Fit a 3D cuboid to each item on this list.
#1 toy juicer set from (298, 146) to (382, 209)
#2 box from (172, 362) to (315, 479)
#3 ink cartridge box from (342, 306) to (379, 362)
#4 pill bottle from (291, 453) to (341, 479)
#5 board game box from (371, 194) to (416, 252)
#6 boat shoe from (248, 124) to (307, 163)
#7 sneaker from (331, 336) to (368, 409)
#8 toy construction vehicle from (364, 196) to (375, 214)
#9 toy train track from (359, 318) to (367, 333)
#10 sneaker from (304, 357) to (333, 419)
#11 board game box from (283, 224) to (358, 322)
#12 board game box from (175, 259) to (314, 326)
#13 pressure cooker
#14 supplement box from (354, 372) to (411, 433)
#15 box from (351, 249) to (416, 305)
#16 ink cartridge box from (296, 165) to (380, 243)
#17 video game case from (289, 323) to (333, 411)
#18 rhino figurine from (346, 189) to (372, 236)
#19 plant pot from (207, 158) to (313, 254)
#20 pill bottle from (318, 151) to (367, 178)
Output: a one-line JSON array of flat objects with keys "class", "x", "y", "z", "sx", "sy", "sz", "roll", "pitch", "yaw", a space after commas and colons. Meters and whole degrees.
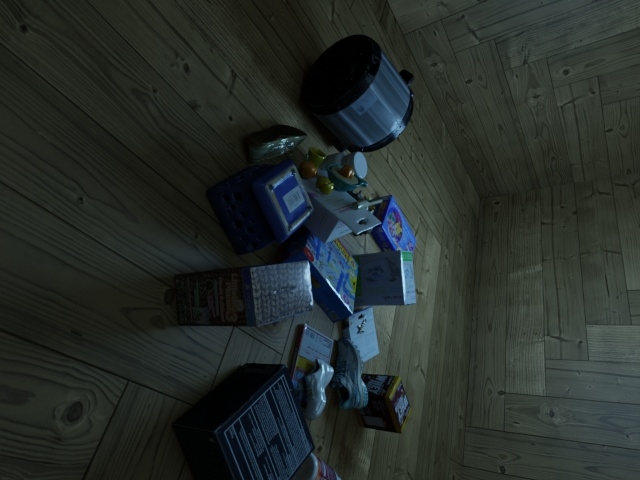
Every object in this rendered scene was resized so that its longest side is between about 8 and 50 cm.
[{"class": "toy juicer set", "x": 0.075, "y": -0.212, "z": 1.474, "sx": 0.329, "sy": 0.089, "sz": 0.209, "roll": 32, "pitch": 30, "yaw": 1}, {"class": "box", "x": -0.200, "y": 0.547, "z": 1.171, "sx": 0.294, "sy": 0.183, "sz": 0.295, "roll": -31, "pitch": 108, "yaw": -54}, {"class": "ink cartridge box", "x": 0.176, "y": 0.416, "z": 1.849, "sx": 0.223, "sy": 0.045, "sz": 0.223, "roll": -4, "pitch": 86, "yaw": -55}, {"class": "pill bottle", "x": -0.014, "y": 0.818, "z": 1.438, "sx": 0.221, "sy": 0.121, "sz": 0.121, "roll": 53, "pitch": 44, "yaw": -34}, {"class": "board game box", "x": 0.383, "y": -0.030, "z": 2.202, "sx": 0.347, "sy": 0.078, "sz": 0.233, "roll": 55, "pitch": 43, "yaw": -33}, {"class": "boat shoe", "x": -0.155, "y": -0.346, "z": 1.498, "sx": 0.285, "sy": 0.105, "sz": 0.089, "roll": -28, "pitch": 145, "yaw": -48}, {"class": "sneaker", "x": 0.103, "y": 0.529, "z": 1.673, "sx": 0.122, "sy": 0.110, "sz": 0.282, "roll": -5, "pitch": 75, "yaw": -29}, {"class": "toy construction vehicle", "x": 0.229, "y": -0.165, "z": 2.054, "sx": 0.085, "sy": 0.035, "sz": 0.098, "roll": 56, "pitch": 39, "yaw": -16}, {"class": "toy train track", "x": 0.188, "y": 0.371, "z": 1.823, "sx": 0.048, "sy": 0.014, "sz": 0.083, "roll": 63, "pitch": 37, "yaw": -24}, {"class": "sneaker", "x": -0.025, "y": 0.520, "z": 1.489, "sx": 0.094, "sy": 0.080, "sz": 0.212, "roll": 47, "pitch": 40, "yaw": -25}, {"class": "board game box", "x": 0.016, "y": 0.085, "z": 1.538, "sx": 0.308, "sy": 0.086, "sz": 0.301, "roll": 53, "pitch": 26, "yaw": -23}, {"class": "board game box", "x": -0.206, "y": 0.142, "z": 1.146, "sx": 0.232, "sy": 0.291, "sz": 0.140, "roll": -4, "pitch": 87, "yaw": -56}, {"class": "pressure cooker", "x": 0.176, "y": -0.575, "z": 1.763, "sx": 0.421, "sy": 0.370, "sz": 0.375, "roll": 32, "pitch": 62, "yaw": -44}, {"class": "supplement box", "x": 0.252, "y": 0.681, "z": 1.776, "sx": 0.129, "sy": 0.194, "sz": 0.191, "roll": -42, "pitch": 118, "yaw": -50}, {"class": "box", "x": 0.266, "y": 0.168, "z": 1.839, "sx": 0.127, "sy": 0.262, "sz": 0.230, "roll": 6, "pitch": 80, "yaw": -54}, {"class": "ink cartridge box", "x": 0.017, "y": -0.114, "z": 1.491, "sx": 0.353, "sy": 0.119, "sz": 0.207, "roll": 42, "pitch": 32, "yaw": 18}, {"class": "video game case", "x": -0.039, "y": 0.475, "z": 1.552, "sx": 0.204, "sy": 0.025, "sz": 0.284, "roll": 41, "pitch": 51, "yaw": -44}, {"class": "rhino figurine", "x": 0.168, "y": -0.134, "z": 1.891, "sx": 0.073, "sy": 0.107, "sz": 0.243, "roll": -32, "pitch": 110, "yaw": -53}, {"class": "plant pot", "x": -0.167, "y": -0.114, "z": 1.321, "sx": 0.236, "sy": 0.212, "sz": 0.235, "roll": -47, "pitch": 120, "yaw": -48}, {"class": "pill bottle", "x": 0.060, "y": -0.275, "z": 1.658, "sx": 0.131, "sy": 0.230, "sz": 0.131, "roll": 14, "pitch": 73, "yaw": -53}]
